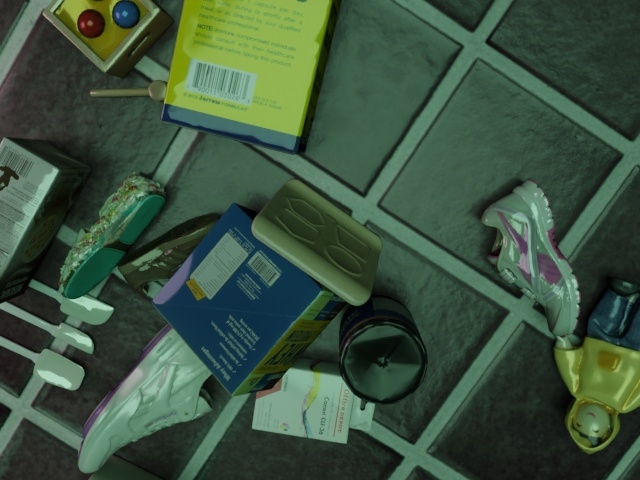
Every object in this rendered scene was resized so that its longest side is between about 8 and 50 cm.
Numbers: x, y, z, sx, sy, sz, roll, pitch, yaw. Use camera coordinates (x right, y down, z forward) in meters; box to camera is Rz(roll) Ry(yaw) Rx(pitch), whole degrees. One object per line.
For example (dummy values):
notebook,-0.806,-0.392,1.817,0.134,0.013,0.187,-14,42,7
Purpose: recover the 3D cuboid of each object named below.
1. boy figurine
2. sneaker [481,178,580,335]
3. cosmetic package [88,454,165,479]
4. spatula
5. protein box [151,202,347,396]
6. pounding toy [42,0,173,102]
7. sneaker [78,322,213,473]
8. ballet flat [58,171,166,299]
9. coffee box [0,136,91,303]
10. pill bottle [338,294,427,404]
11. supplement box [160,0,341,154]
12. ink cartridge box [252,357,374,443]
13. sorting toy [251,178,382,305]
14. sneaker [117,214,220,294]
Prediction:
boy figurine,0.454,0.200,1.029,0.177,0.092,0.285,22,95,22
sneaker,0.326,0.037,1.018,0.111,0.103,0.252,-20,91,9
cosmetic package,-0.277,0.509,1.084,0.296,0.129,0.153,26,98,-2
spatula,-0.492,0.137,1.092,0.242,0.019,0.168,25,99,-2
protein box,-0.103,0.090,0.980,0.200,0.136,0.201,43,98,21
pounding toy,-0.311,-0.294,0.984,0.206,0.094,0.181,44,97,-4
sneaker,-0.270,0.274,1.049,0.152,0.114,0.305,40,91,-6
ballet flat,-0.344,-0.011,1.045,0.241,0.091,0.077,-47,64,3
coffee box,-0.476,-0.029,1.001,0.098,0.141,0.246,31,96,-3
pill bottle,0.089,0.152,0.974,0.123,0.219,0.122,0,98,2
supplement box,-0.078,-0.317,0.923,0.196,0.194,0.356,14,99,0
ink cartridge box,-0.005,0.263,1.070,0.198,0.067,0.115,8,98,1
sorting toy,0.000,0.000,0.969,0.193,0.208,0.038,35,116,-3
sneaker,-0.234,0.023,1.054,0.189,0.066,0.071,-25,115,9
